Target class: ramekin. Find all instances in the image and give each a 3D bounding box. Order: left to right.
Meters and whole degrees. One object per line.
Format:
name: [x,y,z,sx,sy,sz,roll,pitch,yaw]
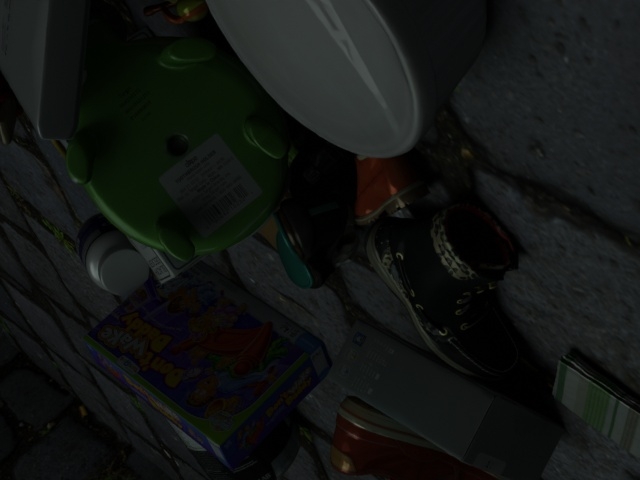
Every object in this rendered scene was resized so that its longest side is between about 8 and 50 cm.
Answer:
ramekin: [0.025,-0.212,1.152,0.273,0.127,0.273,40,159,19]

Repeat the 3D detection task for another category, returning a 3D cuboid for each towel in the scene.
towel: [0.327,0.189,1.464,0.152,0.023,0.113,35,159,22]

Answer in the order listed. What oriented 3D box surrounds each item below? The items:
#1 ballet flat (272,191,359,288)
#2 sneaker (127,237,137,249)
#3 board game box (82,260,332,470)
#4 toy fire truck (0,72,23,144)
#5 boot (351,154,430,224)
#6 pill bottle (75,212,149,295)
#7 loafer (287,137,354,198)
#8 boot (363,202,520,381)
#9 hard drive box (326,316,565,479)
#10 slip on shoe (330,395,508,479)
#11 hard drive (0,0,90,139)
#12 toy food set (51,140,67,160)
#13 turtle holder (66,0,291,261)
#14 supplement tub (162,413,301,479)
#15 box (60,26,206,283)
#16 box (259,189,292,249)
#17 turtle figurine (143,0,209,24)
ballet flat: [0.000,0.000,1.599,0.280,0.096,0.095,102,142,-82]
sneaker: [-0.302,-0.042,2.163,0.092,0.087,0.228,16,142,57]
board game box: [-0.185,0.184,2.141,0.347,0.233,0.078,31,155,35]
toy fire truck: [-0.581,-0.270,2.223,0.246,0.158,0.217,15,144,35]
boot: [0.064,-0.067,1.460,0.084,0.059,0.158,59,159,1]
pill bottle: [-0.357,0.027,2.294,0.112,0.112,0.187,57,173,-26]
loafer: [-0.017,-0.074,1.579,0.062,0.061,0.170,45,160,1]
boot: [0.165,0.059,1.446,0.236,0.085,0.178,49,156,-10]
hard drive box: [0.153,0.198,1.621,0.232,0.089,0.181,27,179,42]
slip on shoe: [0.138,0.296,1.770,0.331,0.101,0.123,23,-178,-39]
hard drive: [-0.326,-0.277,1.523,0.353,0.047,0.233,-135,50,-60]
toy food set: [-0.375,-0.193,2.023,0.218,0.071,0.128,59,-165,-54]
turtle holder: [-0.186,-0.124,1.557,0.320,0.243,0.227,22,-175,1]
supplement tub: [-0.184,0.295,2.401,0.194,0.193,0.316,18,145,52]
box: [-0.216,-0.107,1.717,0.290,0.169,0.087,54,159,-5]
box: [-0.053,-0.030,1.791,0.201,0.021,0.164,45,159,2]
turtle figurine: [-0.187,-0.314,1.432,0.217,0.087,0.269,55,158,-22]
